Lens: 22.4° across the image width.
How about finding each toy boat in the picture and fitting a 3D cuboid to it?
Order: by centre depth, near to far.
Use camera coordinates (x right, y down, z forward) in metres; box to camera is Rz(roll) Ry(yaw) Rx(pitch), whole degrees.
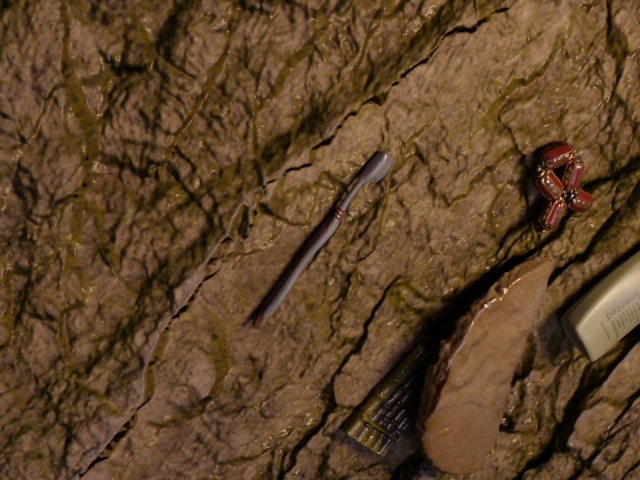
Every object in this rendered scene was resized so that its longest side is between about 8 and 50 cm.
[{"bbox_3d":[0.077,0.154,1.553,0.115,0.016,0.063,-49,130,7],"label":"toy boat"}]

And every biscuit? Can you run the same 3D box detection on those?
[{"bbox_3d":[0.144,0.132,1.548,0.133,0.032,0.250,-13,128,-43],"label":"biscuit"}]

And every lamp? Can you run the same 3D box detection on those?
[{"bbox_3d":[0.219,-0.053,1.495,0.063,0.031,0.083,-27,126,-15],"label":"lamp"}]

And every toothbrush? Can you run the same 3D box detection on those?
[{"bbox_3d":[0.000,0.000,1.409,0.193,0.013,0.019,-52,139,8],"label":"toothbrush"}]

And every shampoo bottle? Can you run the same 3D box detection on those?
[{"bbox_3d":[0.334,0.035,1.604,0.212,0.049,0.072,-38,127,-4],"label":"shampoo bottle"}]
